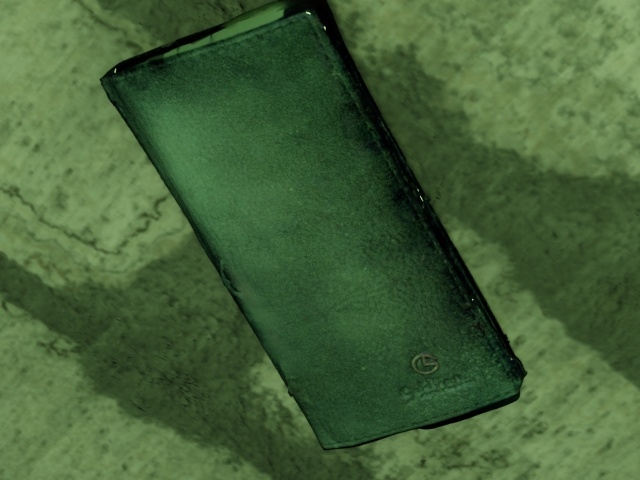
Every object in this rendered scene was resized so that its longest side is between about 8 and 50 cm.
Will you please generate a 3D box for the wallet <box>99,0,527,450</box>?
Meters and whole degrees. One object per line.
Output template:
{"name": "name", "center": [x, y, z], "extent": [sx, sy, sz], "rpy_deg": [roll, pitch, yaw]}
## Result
{"name": "wallet", "center": [0.000, 0.000, 1.162], "extent": [0.191, 0.046, 0.379], "rpy_deg": [-17, 119, 24]}
